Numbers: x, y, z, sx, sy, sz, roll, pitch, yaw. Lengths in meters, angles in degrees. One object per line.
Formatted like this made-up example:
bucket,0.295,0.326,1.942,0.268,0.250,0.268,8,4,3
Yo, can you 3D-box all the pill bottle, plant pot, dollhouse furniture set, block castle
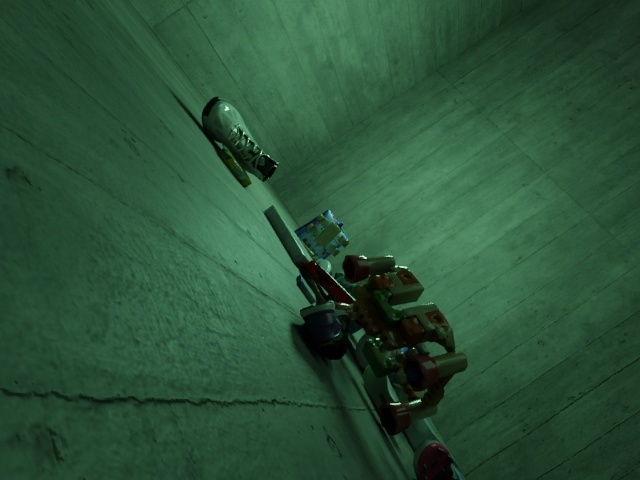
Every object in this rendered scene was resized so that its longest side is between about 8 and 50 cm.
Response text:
pill bottle,0.268,0.453,1.696,0.272,0.152,0.152,33,16,-41
plant pot,0.027,0.259,1.747,0.236,0.032,0.236,55,0,-1
dollhouse furniture set,0.000,0.000,2.425,0.212,0.242,0.161,46,-2,16
block castle,0.175,0.276,1.271,0.453,0.212,0.303,-120,-146,-42

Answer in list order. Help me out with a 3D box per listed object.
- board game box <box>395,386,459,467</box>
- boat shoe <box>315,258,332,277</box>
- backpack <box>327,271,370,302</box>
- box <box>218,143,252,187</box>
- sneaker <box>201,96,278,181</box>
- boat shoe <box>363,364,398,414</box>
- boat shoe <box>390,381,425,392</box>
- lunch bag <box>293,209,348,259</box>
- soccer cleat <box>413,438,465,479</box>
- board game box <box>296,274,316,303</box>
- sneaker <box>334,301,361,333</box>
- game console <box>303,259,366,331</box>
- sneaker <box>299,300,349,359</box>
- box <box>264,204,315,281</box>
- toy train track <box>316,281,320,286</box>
board game box,0.385,0.728,1.689,0.303,0.097,0.224,53,3,-35
boat shoe,0.013,0.167,2.252,0.102,0.108,0.301,54,-6,-9
backpack,0.175,0.268,2.193,0.225,0.253,0.191,55,46,-27
box,-0.354,-0.308,1.826,0.105,0.043,0.179,57,-1,45
sneaker,-0.305,-0.410,1.883,0.257,0.169,0.447,32,-11,25
boat shoe,0.196,0.488,1.376,0.227,0.079,0.081,-113,177,-52
boat shoe,0.284,0.574,1.845,0.341,0.122,0.110,46,-39,-3
lunch bag,0.011,-0.025,2.623,0.221,0.293,0.138,55,1,-17
soccer cleat,0.315,0.645,1.262,0.143,0.116,0.331,29,-24,54
board game box,-0.049,0.166,1.520,0.090,0.020,0.090,55,1,-9
sneaker,0.135,0.358,2.099,0.092,0.087,0.229,54,-3,46
game console,0.104,0.258,1.832,0.386,0.060,0.342,44,-6,37
sneaker,0.020,0.236,1.098,0.283,0.107,0.124,46,26,-70
box,-0.122,0.015,1.986,0.322,0.058,0.232,58,2,33
toy train track,-0.013,0.208,2.049,0.048,0.014,0.083,47,-10,39
